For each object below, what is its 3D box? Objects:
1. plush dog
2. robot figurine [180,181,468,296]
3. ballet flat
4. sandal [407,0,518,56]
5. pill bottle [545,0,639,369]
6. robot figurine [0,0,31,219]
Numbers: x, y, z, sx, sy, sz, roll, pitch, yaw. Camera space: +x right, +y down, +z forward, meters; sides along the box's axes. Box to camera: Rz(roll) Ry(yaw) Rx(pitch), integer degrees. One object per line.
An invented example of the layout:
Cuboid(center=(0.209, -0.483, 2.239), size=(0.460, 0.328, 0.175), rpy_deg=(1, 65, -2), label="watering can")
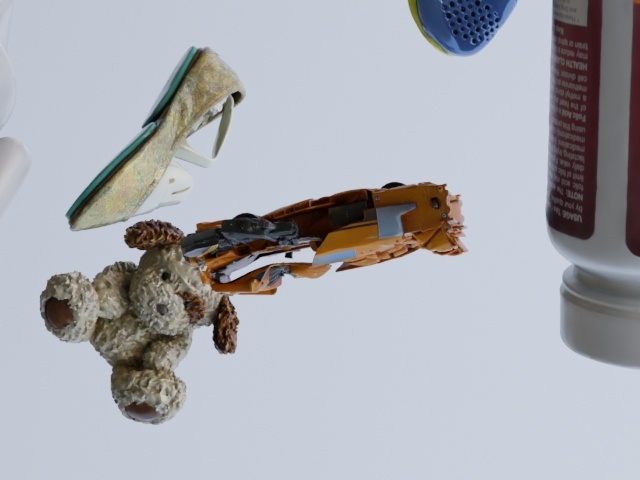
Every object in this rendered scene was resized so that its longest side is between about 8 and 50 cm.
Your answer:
Cuboid(center=(-0.228, 0.093, 2.485), size=(0.225, 0.262, 0.210), rpy_deg=(-36, -171, 21), label="plush dog")
Cuboid(center=(0.000, 0.000, 1.805), size=(0.291, 0.211, 0.085), rpy_deg=(-12, -96, 10), label="robot figurine")
Cuboid(center=(-0.192, -0.112, 2.219), size=(0.123, 0.123, 0.348), rpy_deg=(-23, -154, 43), label="ballet flat")
Cuboid(center=(0.193, -0.326, 1.731), size=(0.138, 0.126, 0.317), rpy_deg=(19, -98, 56), label="sandal")
Cuboid(center=(0.324, -0.091, 1.645), size=(0.224, 0.224, 0.392), rpy_deg=(24, -62, 56), label="pill bottle")
Cuboid(center=(-0.389, -0.093, 1.464), size=(0.353, 0.300, 0.200), rpy_deg=(-58, 173, -32), label="robot figurine")
